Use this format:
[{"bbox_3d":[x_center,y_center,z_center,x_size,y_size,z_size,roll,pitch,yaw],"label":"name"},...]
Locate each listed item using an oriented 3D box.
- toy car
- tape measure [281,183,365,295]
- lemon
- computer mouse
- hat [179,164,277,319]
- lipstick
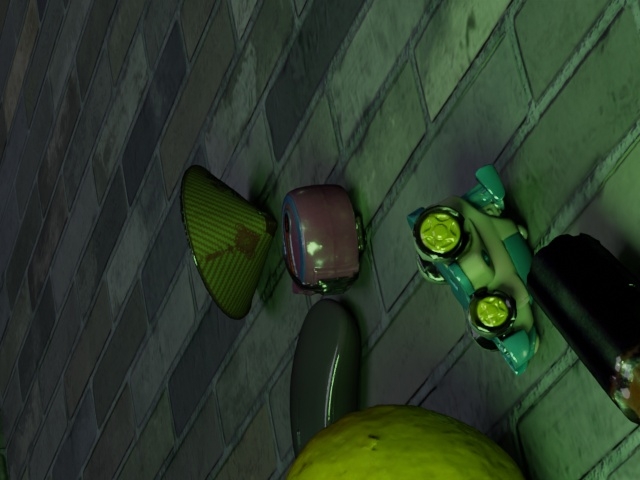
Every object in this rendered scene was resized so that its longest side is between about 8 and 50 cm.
[{"bbox_3d":[0.146,0.024,1.619,0.161,0.098,0.126,52,179,14],"label":"toy car"},{"bbox_3d":[0.000,0.000,2.021,0.125,0.074,0.118,-166,70,-75],"label":"tape measure"},{"bbox_3d":[0.077,0.260,1.597,0.236,0.236,0.263,109,168,-45],"label":"lemon"},{"bbox_3d":[0.002,0.178,2.052,0.120,0.057,0.232,-151,62,-68],"label":"computer mouse"},{"bbox_3d":[-0.089,-0.008,2.272,0.193,0.082,0.193,-18,-90,-76],"label":"hat"},{"bbox_3d":[0.255,0.117,1.311,0.418,0.077,0.077,-126,39,-55],"label":"lipstick"}]
